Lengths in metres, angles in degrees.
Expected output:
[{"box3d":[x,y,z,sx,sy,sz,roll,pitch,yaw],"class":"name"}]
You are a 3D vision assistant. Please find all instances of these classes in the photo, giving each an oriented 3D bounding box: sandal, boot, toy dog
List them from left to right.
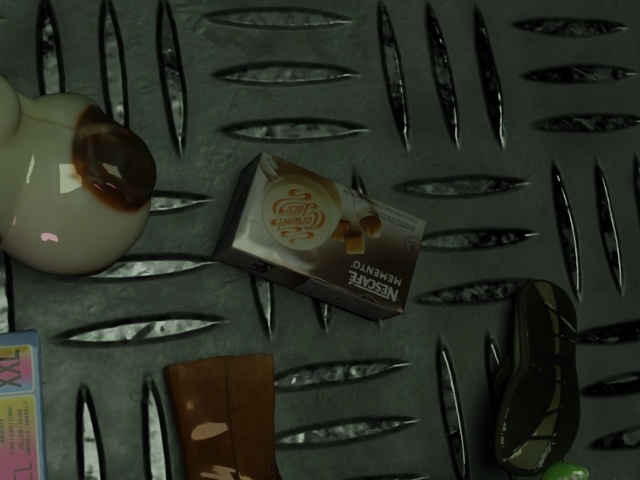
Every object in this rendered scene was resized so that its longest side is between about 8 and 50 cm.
[{"box3d":[-0.378,-0.062,1.033,0.407,0.285,0.395,-6,51,-32],"class":"toy dog"},{"box3d":[-0.060,0.282,1.224,0.264,0.096,0.281,1,63,-21],"class":"boot"},{"box3d":[0.303,0.198,1.385,0.120,0.086,0.303,27,54,-14],"class":"sandal"}]

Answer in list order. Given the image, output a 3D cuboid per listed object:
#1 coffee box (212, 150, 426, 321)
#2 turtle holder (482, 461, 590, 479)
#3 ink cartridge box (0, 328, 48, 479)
[{"box3d":[0.000,0.000,1.290,0.246,0.098,0.141,23,71,-16],"class":"coffee box"},{"box3d":[0.282,0.411,1.220,0.320,0.243,0.228,33,59,-36],"class":"turtle holder"},{"box3d":[-0.493,0.244,1.013,0.395,0.151,0.270,-3,80,-21],"class":"ink cartridge box"}]
